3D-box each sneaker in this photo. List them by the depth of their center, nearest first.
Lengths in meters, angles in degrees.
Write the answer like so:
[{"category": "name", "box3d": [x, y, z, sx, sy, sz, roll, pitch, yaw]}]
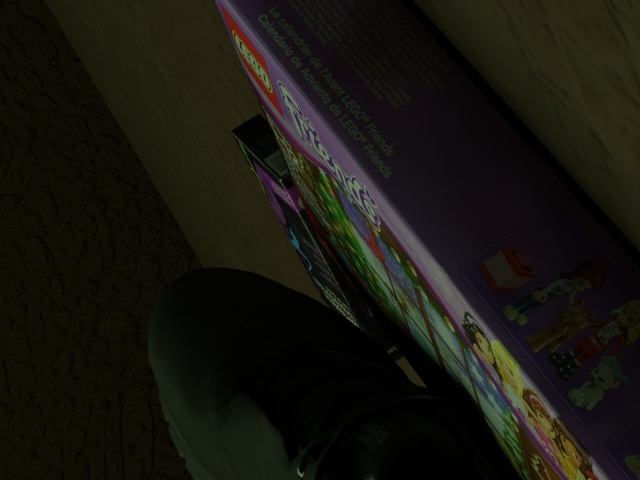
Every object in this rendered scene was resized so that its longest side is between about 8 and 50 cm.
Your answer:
[{"category": "sneaker", "box3d": [0.020, 0.091, 0.696, 0.286, 0.109, 0.130, 42, 161, 34]}]

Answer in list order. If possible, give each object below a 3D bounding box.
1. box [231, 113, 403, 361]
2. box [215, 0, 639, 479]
[{"category": "box", "box3d": [0.000, 0.000, 1.151, 0.162, 0.029, 0.116, 60, 173, -26]}, {"category": "box", "box3d": [0.069, 0.030, 0.660, 0.293, 0.057, 0.201, 53, 172, 35]}]
